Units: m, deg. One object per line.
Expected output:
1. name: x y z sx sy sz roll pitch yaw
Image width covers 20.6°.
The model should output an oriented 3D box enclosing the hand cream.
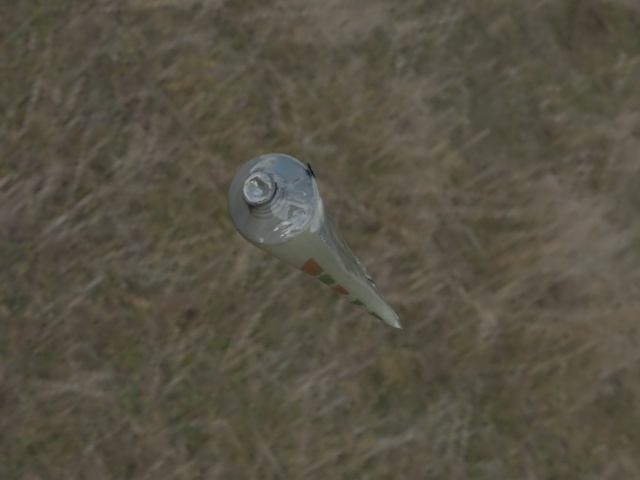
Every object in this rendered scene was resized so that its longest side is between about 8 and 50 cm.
1. hand cream: 0.000 0.000 0.714 0.057 0.037 0.165 57 5 20
